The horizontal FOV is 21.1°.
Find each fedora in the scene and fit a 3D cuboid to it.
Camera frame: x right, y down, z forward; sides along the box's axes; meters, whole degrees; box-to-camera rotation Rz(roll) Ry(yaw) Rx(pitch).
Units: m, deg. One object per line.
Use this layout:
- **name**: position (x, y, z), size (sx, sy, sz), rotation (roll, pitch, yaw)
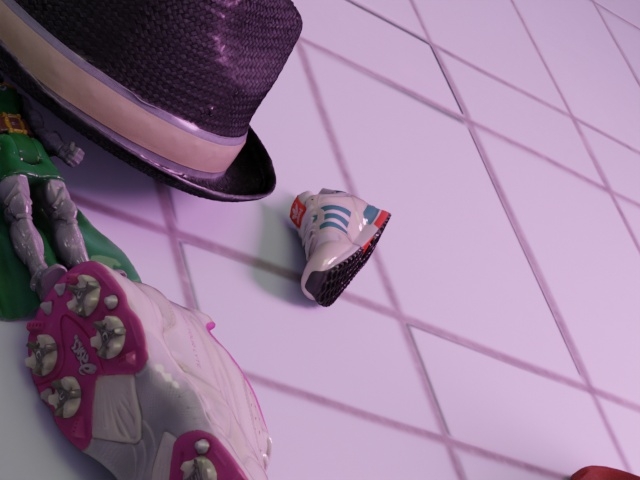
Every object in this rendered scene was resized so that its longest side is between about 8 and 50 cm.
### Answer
- **fedora**: position (-0.129, -0.177, 1.292), size (0.334, 0.152, 0.334), rotation (37, 16, -13)

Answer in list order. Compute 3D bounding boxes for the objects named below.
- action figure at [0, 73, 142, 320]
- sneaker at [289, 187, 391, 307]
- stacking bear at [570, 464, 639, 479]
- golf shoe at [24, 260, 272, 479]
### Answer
- **action figure**: position (-0.207, -0.050, 1.170), size (0.137, 0.063, 0.232), rotation (8, 42, -46)
- **sneaker**: position (0.000, 0.000, 1.407), size (0.075, 0.057, 0.161), rotation (30, 27, 7)
- **stacking bear**: position (0.376, 0.189, 1.397), size (0.164, 0.289, 0.175), rotation (18, 38, -42)
- **golf shoe**: position (-0.066, 0.143, 1.045), size (0.140, 0.115, 0.306), rotation (14, 42, -51)
